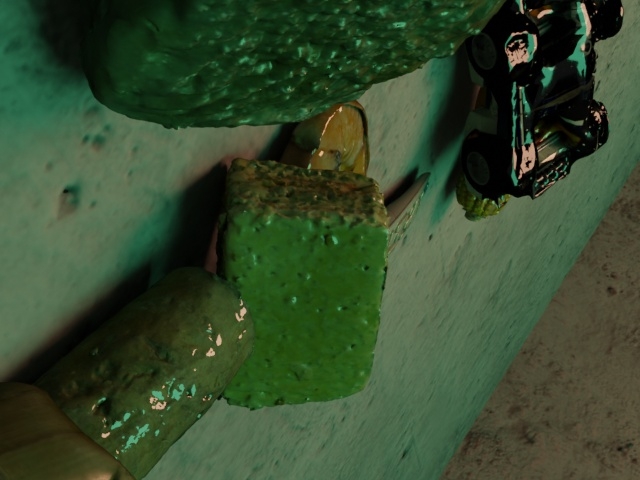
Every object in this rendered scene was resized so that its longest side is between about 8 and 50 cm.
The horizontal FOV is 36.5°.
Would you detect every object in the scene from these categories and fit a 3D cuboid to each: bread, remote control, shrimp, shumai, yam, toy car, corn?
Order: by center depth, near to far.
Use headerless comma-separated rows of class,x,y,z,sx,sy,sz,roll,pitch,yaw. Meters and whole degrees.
shumai,-0.029,-0.193,0.555,0.261,0.221,0.225,-31,160,30
yam,-0.138,0.108,0.711,0.194,0.107,0.107,-45,153,-36
bread,-0.021,0.037,0.796,0.102,0.138,0.196,-91,-176,-60
shrimp,-0.007,-0.003,0.930,0.178,0.075,0.289,-29,130,-57
remote control,0.067,-0.009,1.108,0.229,0.044,0.073,-48,160,-48
toy car,0.250,-0.192,1.133,0.193,0.118,0.301,-23,127,-23
corn,0.245,-0.136,1.287,0.080,0.080,0.238,-5,120,-64

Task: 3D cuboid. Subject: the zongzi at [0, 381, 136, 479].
zongzi,-0.302,0.256,0.511,0.323,0.160,0.360,-2,131,-53
